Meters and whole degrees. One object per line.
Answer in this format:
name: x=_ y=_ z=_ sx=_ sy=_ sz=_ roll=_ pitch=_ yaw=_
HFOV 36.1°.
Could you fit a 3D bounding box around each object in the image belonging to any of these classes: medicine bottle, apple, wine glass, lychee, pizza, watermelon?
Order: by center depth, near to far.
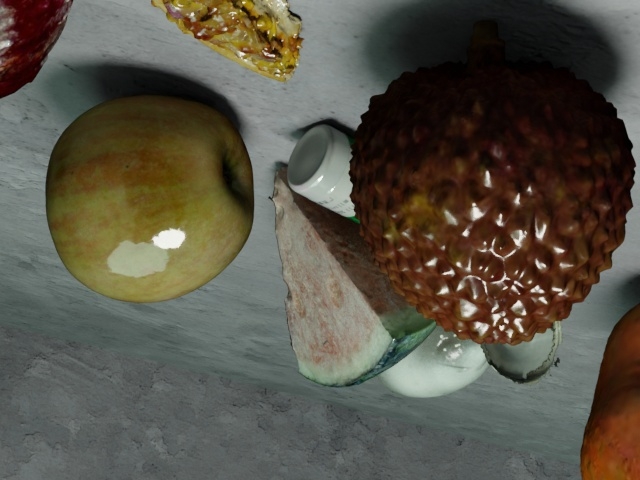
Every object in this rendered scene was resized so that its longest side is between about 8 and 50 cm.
lychee: x=0.156 y=-0.051 z=0.920 sx=0.276 sy=0.304 sz=0.276 roll=-5 pitch=-171 yaw=1
pizza: x=-0.098 y=-0.219 z=0.933 sx=0.127 sy=0.058 sz=0.246 roll=4 pitch=162 yaw=22
apple: x=-0.198 y=-0.053 z=1.190 sx=0.234 sy=0.256 sz=0.257 roll=-12 pitch=155 yaw=14
medicine bottle: x=0.083 y=-0.055 z=1.240 sx=0.260 sy=0.095 sz=0.095 roll=24 pitch=158 yaw=-31
watermelon: x=0.073 y=0.035 z=1.321 sx=0.251 sy=0.283 sz=0.292 roll=10 pitch=142 yaw=41
wine glass: x=0.229 y=0.166 z=1.653 sx=0.191 sy=0.190 sz=0.357 roll=20 pitch=159 yaw=-22

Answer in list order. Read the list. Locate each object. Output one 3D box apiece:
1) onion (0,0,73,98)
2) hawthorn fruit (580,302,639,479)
onion: x=-0.298 y=-0.234 z=0.806 sx=0.207 sy=0.216 sz=0.206 roll=18 pitch=139 yaw=-29
hawthorn fruit: x=0.585 y=0.295 z=1.389 sx=0.472 sy=0.471 sz=0.471 roll=11 pitch=161 yaw=4
